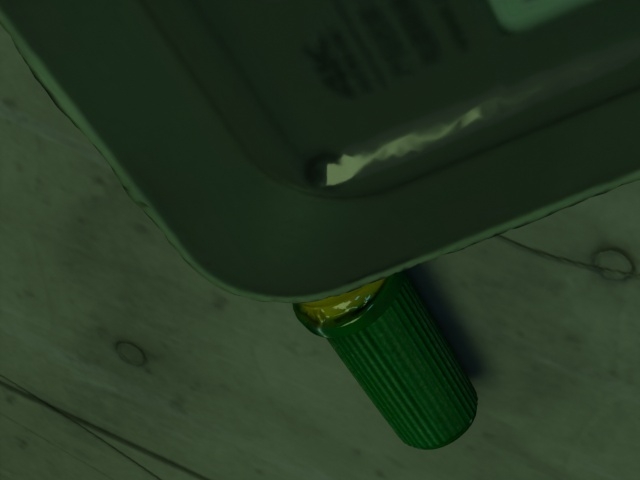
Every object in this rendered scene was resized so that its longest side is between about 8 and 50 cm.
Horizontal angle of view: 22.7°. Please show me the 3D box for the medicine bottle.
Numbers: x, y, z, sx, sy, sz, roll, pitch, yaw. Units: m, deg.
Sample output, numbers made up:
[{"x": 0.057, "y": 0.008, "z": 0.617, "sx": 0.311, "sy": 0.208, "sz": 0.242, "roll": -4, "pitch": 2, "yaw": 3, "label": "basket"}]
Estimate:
[{"x": 0.000, "y": 0.000, "z": 0.894, "sx": 0.111, "sy": 0.076, "sz": 0.309, "roll": -4, "pitch": 129, "yaw": 43, "label": "medicine bottle"}]

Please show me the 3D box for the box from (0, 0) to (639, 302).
[{"x": 0.050, "y": -0.179, "z": 0.514, "sx": 0.397, "sy": 0.111, "sz": 0.396, "roll": -23, "pitch": 129, "yaw": 16, "label": "box"}]
